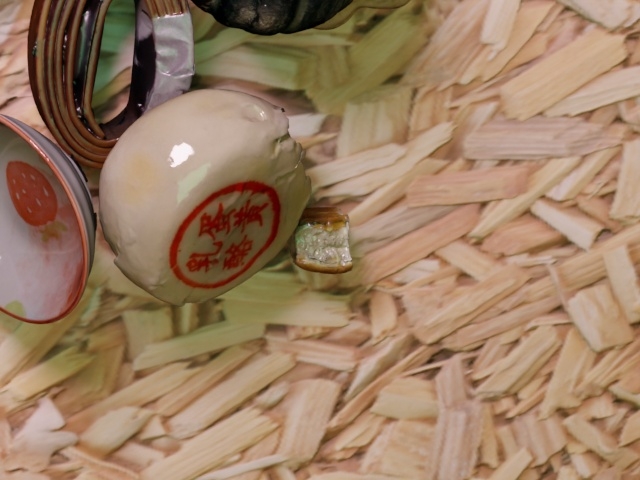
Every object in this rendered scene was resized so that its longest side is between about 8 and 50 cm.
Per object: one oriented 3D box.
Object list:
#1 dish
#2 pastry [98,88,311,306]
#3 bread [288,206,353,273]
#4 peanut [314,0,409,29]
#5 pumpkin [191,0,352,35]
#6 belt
[{"bbox_3d":[-0.330,-0.039,1.707,0.085,0.260,0.260,-33,114,-45],"label":"dish"},{"bbox_3d":[-0.130,-0.049,1.726,0.265,0.133,0.265,-30,142,-27],"label":"pastry"},{"bbox_3d":[-0.001,0.002,1.837,0.070,0.083,0.077,-6,105,-8],"label":"bread"},{"bbox_3d":[0.031,-0.296,1.774,0.187,0.082,0.082,-19,107,-10],"label":"peanut"},{"bbox_3d":[-0.063,-0.337,1.647,0.250,0.216,0.250,7,72,-21],"label":"pumpkin"},{"bbox_3d":[-0.237,-0.215,1.718,0.184,0.105,0.261,8,101,-17],"label":"belt"}]
